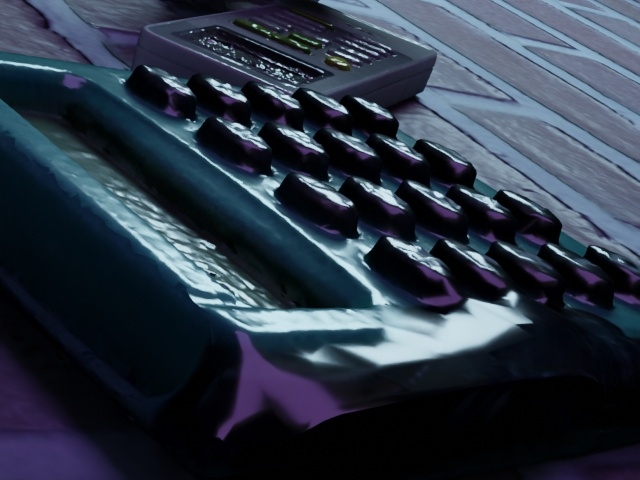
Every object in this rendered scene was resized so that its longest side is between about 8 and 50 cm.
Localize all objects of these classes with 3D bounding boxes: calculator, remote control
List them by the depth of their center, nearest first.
[{"bbox_3d":[0.000,0.000,0.526,0.274,0.058,0.248,2,27,-44],"label":"calculator"},{"bbox_3d":[-0.012,-0.101,0.827,0.103,0.034,0.250,25,20,15],"label":"remote control"}]

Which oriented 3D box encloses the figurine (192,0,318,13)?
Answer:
[{"bbox_3d":[-0.017,-0.224,0.986,0.193,0.140,0.265,8,18,-20],"label":"figurine"}]
